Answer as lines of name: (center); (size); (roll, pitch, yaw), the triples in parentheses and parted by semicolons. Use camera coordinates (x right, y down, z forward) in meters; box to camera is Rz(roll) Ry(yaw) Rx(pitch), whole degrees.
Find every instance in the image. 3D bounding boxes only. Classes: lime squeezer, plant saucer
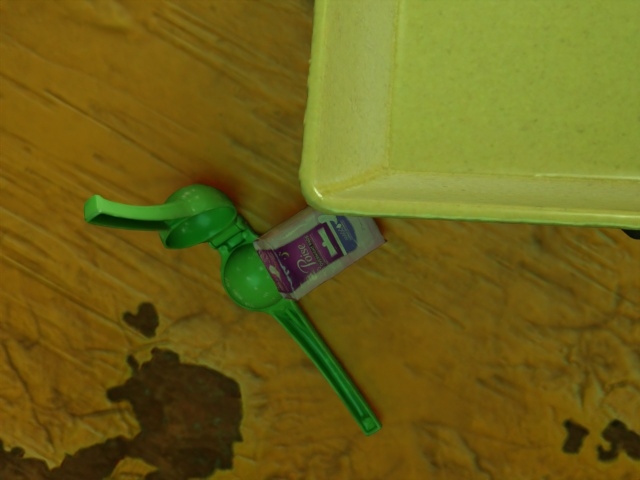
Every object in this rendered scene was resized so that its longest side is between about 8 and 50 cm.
lime squeezer: (-0.054, 0.022, 1.269); (0.059, 0.110, 0.310); (-43, 129, 6)
plant saucer: (0.166, -0.155, 1.084); (0.333, 0.081, 0.332); (3, 73, 5)

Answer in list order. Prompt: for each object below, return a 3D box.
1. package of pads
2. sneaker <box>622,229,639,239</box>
package of pads: (0.000, 0.000, 1.261); (0.083, 0.032, 0.050); (-32, 102, -18)
sneaker: (0.263, -0.103, 1.176); (0.097, 0.084, 0.234); (48, 113, 18)
